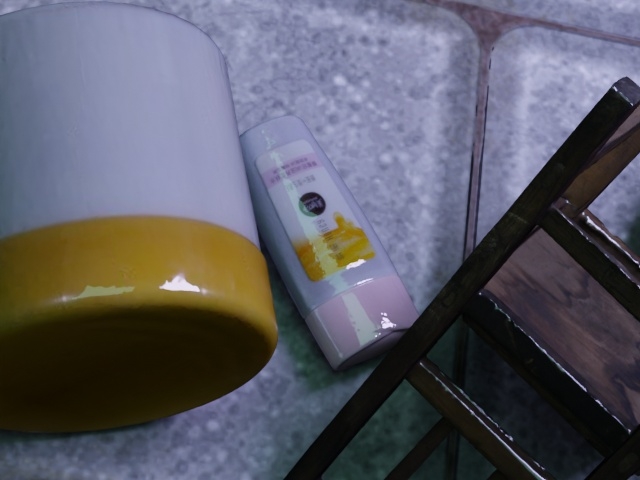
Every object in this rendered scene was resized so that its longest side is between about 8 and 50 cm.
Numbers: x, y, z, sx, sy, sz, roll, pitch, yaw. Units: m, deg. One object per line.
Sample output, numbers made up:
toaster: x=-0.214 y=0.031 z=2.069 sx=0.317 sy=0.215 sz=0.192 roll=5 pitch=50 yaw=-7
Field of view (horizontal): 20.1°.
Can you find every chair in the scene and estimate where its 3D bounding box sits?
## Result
chair: x=0.191 y=0.068 z=1.280 sx=0.203 sy=0.416 sz=0.240 roll=44 pitch=34 yaw=8

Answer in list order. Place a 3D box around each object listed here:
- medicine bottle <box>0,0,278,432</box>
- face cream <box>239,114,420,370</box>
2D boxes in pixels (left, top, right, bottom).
medicine bottle: x=-0.163 y=-0.011 z=1.256 sx=0.238 sy=0.238 sz=0.232 roll=-4 pitch=64 yaw=-14
face cream: x=0.000 y=0.000 z=1.383 sx=0.084 sy=0.057 sz=0.198 roll=-23 pitch=72 yaw=-20
